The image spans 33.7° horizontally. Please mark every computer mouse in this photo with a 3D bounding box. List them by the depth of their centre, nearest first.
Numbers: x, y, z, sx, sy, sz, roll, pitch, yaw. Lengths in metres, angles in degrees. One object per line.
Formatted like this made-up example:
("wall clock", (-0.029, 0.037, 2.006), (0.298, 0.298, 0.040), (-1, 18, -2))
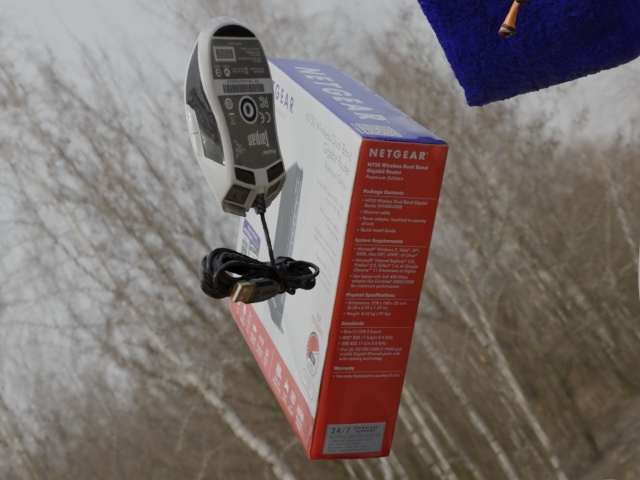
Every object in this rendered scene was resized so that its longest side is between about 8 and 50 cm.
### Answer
("computer mouse", (-0.056, -0.053, 0.717), (0.042, 0.193, 0.106), (-9, 1, 38))

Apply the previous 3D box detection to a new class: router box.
("router box", (0.000, 0.000, 1.048), (0.082, 0.335, 0.301), (2, -71, -19))

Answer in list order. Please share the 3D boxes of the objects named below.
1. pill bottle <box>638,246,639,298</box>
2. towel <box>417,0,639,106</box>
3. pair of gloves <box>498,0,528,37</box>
("pill bottle", (0.436, 0.028, 0.858), (0.322, 0.182, 0.181), (-1, -13, 4))
("towel", (0.222, -0.222, 0.836), (0.308, 0.076, 0.228), (-14, -48, 25))
("pair of gloves", (0.099, -0.124, 0.442), (0.074, 0.010, 0.083), (-62, -3, -1))
